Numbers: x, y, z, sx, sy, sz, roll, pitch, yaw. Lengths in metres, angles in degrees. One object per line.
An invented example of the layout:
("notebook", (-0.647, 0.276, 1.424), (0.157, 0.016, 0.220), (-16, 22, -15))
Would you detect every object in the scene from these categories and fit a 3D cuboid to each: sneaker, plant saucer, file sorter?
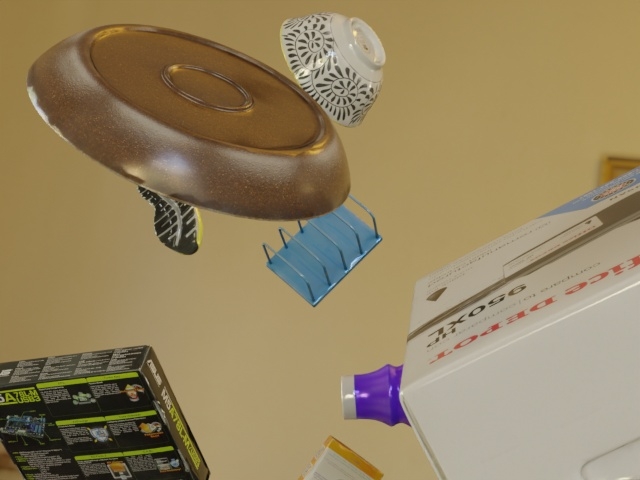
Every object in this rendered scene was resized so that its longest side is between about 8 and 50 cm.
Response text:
("sneaker", (-0.231, -0.042, 2.206), (0.081, 0.208, 0.094), (-37, -45, 9))
("plant saucer", (-0.109, -0.121, 1.204), (0.311, 0.050, 0.310), (19, 25, -9))
("file sorter", (0.000, 0.000, 2.230), (0.118, 0.170, 0.104), (40, -14, 23))

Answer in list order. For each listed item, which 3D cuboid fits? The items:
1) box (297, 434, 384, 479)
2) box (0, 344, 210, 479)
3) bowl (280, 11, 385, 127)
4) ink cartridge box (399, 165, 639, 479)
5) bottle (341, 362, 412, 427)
("box", (0.005, 0.318, 1.629), (0.081, 0.136, 0.028), (37, 0, -8))
("box", (-0.229, 0.194, 1.338), (0.191, 0.045, 0.184), (-9, -58, 18))
("bowl", (0.033, -0.239, 1.730), (0.080, 0.170, 0.170), (-31, -29, 28))
("ink cartridge box", (0.232, 0.082, 1.134), (0.286, 0.166, 0.395), (-28, 7, 10))
("bottle", (0.173, 0.225, 1.961), (0.283, 0.118, 0.092), (-3, 19, 2))
